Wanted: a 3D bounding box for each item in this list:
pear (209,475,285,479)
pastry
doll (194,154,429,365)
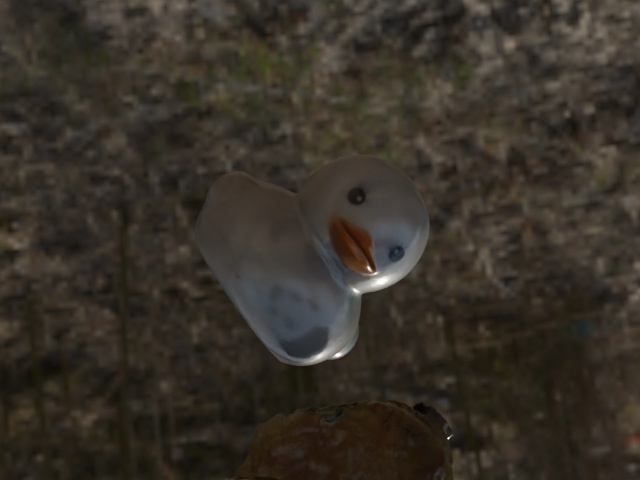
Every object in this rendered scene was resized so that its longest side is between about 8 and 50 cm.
[{"bbox_3d":[-0.033,0.231,0.891,0.209,0.209,0.209,-6,165,-2],"label":"pear"},{"bbox_3d":[0.028,0.240,1.553,0.229,0.218,0.100,-46,162,15],"label":"pastry"},{"bbox_3d":[0.000,0.000,1.607,0.221,0.221,0.251,-4,-172,-8],"label":"doll"}]
